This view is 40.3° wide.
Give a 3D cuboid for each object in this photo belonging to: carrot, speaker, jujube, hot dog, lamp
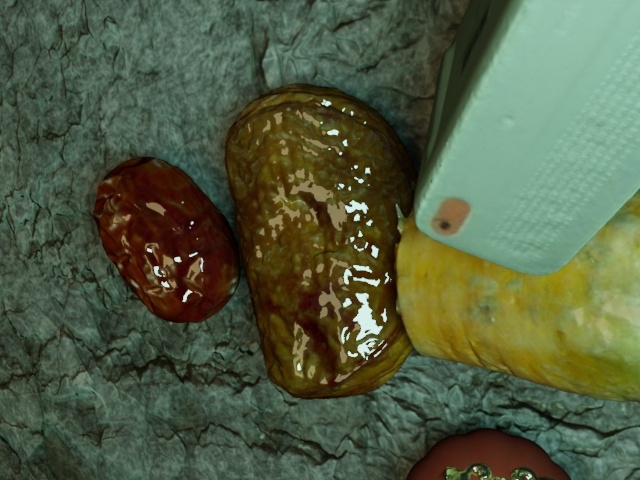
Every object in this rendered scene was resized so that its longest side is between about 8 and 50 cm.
[{"bbox_3d":[0.257,0.050,0.911,0.341,0.224,0.224,0,108,35],"label":"carrot"},{"bbox_3d":[0.199,-0.145,0.675,0.183,0.184,0.406,19,150,0],"label":"speaker"},{"bbox_3d":[-0.216,-0.002,1.241,0.250,0.174,0.174,52,128,19],"label":"jujube"},{"bbox_3d":[0.000,0.000,1.087,0.267,0.174,0.387,-15,83,37],"label":"hot dog"},{"bbox_3d":[0.207,0.346,1.076,0.227,0.227,0.227,12,114,29],"label":"lamp"}]
